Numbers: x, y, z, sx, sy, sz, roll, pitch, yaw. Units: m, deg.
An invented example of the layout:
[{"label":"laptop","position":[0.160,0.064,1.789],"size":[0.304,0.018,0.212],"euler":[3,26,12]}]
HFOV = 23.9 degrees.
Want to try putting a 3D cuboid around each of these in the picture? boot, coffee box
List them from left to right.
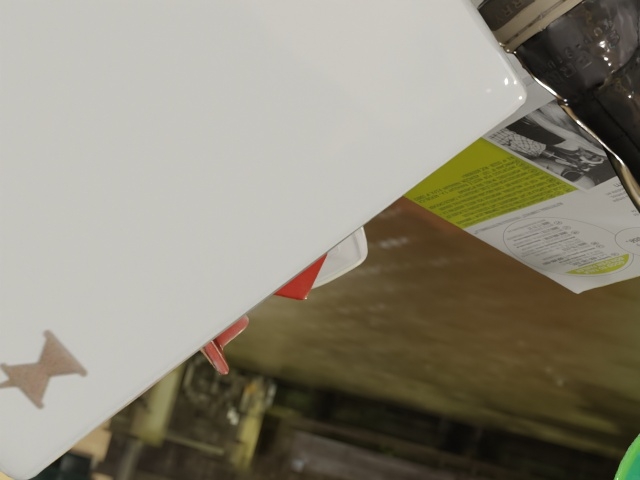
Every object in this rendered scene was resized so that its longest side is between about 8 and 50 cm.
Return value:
[{"label":"coffee box","position":[0.278,-0.189,1.482],"size":[0.334,0.337,0.338],"euler":[28,152,-25]},{"label":"boot","position":[0.283,-0.095,1.043],"size":[0.138,0.284,0.377],"euler":[-36,173,33]}]

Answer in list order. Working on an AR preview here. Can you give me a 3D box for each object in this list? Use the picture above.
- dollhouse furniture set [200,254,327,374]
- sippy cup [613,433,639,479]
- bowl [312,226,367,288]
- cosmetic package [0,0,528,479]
[{"label":"dollhouse furniture set","position":[-0.156,0.064,1.556],"size":[0.374,0.201,0.152],"euler":[14,-162,-45]},{"label":"sippy cup","position":[0.375,0.228,1.171],"size":[0.305,0.240,0.224],"euler":[-35,154,30]},{"label":"bowl","position":[0.000,0.000,2.121],"size":[0.053,0.142,0.142],"euler":[43,156,55]},{"label":"cosmetic package","position":[-0.152,-0.151,0.847],"size":[0.329,0.327,0.393],"euler":[52,-177,-24]}]
